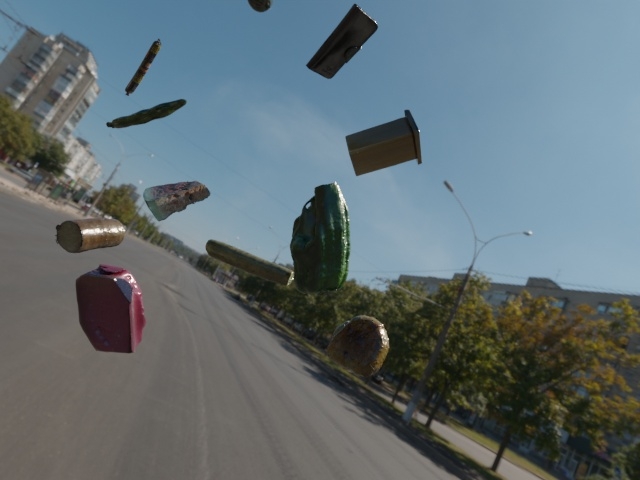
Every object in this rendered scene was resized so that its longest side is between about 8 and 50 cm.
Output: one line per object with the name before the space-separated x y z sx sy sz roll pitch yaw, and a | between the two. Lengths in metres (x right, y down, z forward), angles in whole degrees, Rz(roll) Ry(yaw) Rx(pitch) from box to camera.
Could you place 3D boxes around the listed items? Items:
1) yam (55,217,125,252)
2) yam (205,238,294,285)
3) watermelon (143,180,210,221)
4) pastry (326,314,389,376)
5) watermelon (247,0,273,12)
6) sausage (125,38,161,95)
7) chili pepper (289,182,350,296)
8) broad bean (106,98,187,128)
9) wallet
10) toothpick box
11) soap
yam | -0.543 -0.014 0.994 0.084 0.084 0.127 25 12 17
yam | -0.278 0.084 1.615 0.370 0.083 0.083 19 -12 15
watermelon | -0.547 -0.174 1.605 0.154 0.240 0.095 49 -28 48
pastry | 0.131 0.367 1.442 0.100 0.218 0.229 58 6 -50
watermelon | -0.232 -0.955 1.655 0.133 0.105 0.105 56 -3 16
sausage | -0.510 -0.495 1.201 0.025 0.198 0.028 41 22 -9
chili pepper | -0.008 0.000 1.411 0.212 0.386 0.167 1 2 20
broad bean | -0.560 -0.398 1.336 0.060 0.296 0.043 -88 163 -60
wallet | 0.092 -0.827 1.780 0.172 0.318 0.045 8 50 -49
toothpick box | 0.282 -0.426 1.890 0.307 0.188 0.190 -15 -42 8
soap | -0.785 0.254 1.575 0.219 0.326 0.127 3 10 0
